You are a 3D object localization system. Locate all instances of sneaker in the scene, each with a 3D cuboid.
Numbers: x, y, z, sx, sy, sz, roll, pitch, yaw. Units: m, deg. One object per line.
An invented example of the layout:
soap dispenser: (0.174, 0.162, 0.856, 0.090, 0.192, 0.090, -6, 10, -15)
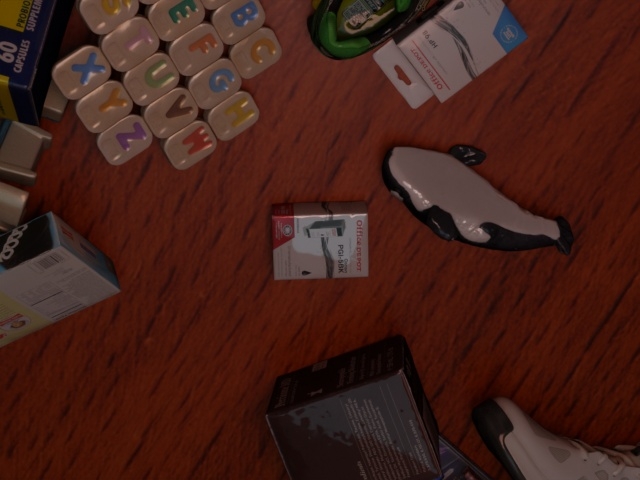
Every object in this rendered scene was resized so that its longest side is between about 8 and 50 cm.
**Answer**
sneaker: (0.433, 0.324, 1.733, 0.257, 0.169, 0.447, -43, 115, 3)
sneaker: (0.126, -0.350, 1.458, 0.134, 0.146, 0.343, 39, 103, -15)

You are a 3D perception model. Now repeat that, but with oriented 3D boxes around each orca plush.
orca plush: (0.207, -0.044, 1.624, 0.287, 0.102, 0.151, 10, 65, -17)

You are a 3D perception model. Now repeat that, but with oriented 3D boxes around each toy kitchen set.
toy kitchen set: (-0.429, -0.121, 1.558, 0.122, 0.166, 0.207, 22, 71, -11)

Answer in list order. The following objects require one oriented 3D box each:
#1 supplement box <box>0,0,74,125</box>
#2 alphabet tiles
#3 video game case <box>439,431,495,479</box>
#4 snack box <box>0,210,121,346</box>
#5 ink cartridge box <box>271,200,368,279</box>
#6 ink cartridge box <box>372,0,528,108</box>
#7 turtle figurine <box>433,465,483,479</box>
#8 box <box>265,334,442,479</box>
supplement box: (-0.490, -0.292, 1.387, 0.357, 0.195, 0.194, 15, 80, -8)
alphabet tiles: (-0.190, -0.227, 1.487, 0.278, 0.021, 0.284, -34, 128, -8)
video game case: (0.148, 0.392, 1.793, 0.274, 0.026, 0.196, 42, 103, -15)
snack box: (-0.456, 0.083, 1.572, 0.322, 0.060, 0.187, -25, 154, 6)
ink cartridge box: (0.000, 0.000, 1.625, 0.135, 0.056, 0.099, -3, 109, -2)
ink cartridge box: (0.170, -0.257, 1.538, 0.180, 0.060, 0.104, -37, 108, 10)
turtle figurine: (0.231, 0.497, 1.723, 0.266, 0.274, 0.198, 21, 142, -15)
box: (0.051, 0.261, 1.647, 0.203, 0.168, 0.167, -19, 101, 7)
